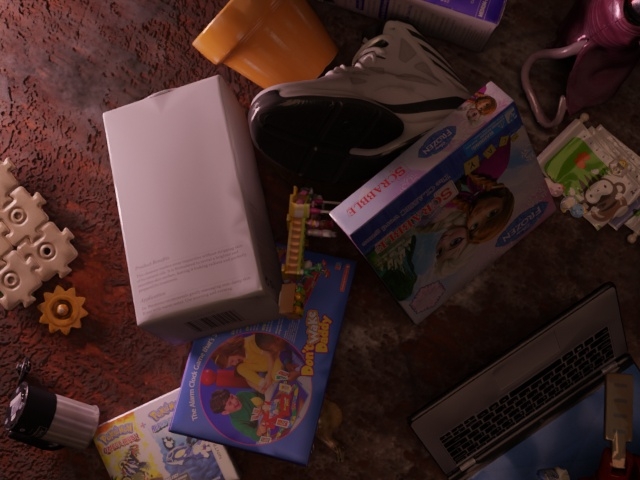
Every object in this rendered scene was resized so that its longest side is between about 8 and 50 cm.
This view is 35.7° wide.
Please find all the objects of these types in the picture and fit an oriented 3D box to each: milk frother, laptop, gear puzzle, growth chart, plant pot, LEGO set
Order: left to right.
[{"bbox_3d":[-0.519,0.017,1.732,0.175,0.044,0.339,-40,90,-3],"label":"gear puzzle"},{"bbox_3d":[-0.458,0.276,1.690,0.135,0.129,0.143,26,57,-30],"label":"milk frother"},{"bbox_3d":[-0.078,-0.342,1.673,0.188,0.205,0.205,42,88,-13],"label":"plant pot"},{"bbox_3d":[0.000,0.000,1.572,0.107,0.287,0.132,5,125,1],"label":"LEGO set"},{"bbox_3d":[0.402,0.338,1.607,0.382,0.408,0.236,-34,53,-1],"label":"laptop"},{"bbox_3d":[0.491,-0.105,1.728,0.237,0.021,0.172,36,89,3],"label":"growth chart"}]

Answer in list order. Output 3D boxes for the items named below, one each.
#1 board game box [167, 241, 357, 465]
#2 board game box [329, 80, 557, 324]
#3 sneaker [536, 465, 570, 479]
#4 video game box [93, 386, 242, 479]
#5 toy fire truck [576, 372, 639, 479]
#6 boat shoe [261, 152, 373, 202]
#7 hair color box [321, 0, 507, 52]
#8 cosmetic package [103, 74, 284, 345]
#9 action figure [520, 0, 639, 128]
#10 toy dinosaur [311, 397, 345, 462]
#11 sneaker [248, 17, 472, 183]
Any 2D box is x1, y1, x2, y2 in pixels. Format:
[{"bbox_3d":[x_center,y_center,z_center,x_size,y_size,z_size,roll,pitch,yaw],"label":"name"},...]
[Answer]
[{"bbox_3d":[-0.092,0.178,1.661,0.233,0.078,0.347,14,76,2],"label":"board game box"},{"bbox_3d":[0.209,-0.046,1.592,0.319,0.318,0.066,-40,52,0],"label":"board game box"},{"bbox_3d":[0.357,0.423,1.596,0.058,0.052,0.135,5,101,-7],"label":"sneaker"},{"bbox_3d":[-0.264,0.364,1.704,0.205,0.048,0.187,-25,85,-1],"label":"video game box"},{"bbox_3d":[0.510,0.345,1.564,0.217,0.158,0.246,-5,121,-13],"label":"toy fire truck"},{"bbox_3d":[0.061,-0.125,1.700,0.341,0.121,0.110,25,50,-2],"label":"boat shoe"},{"bbox_3d":[0.138,-0.433,1.668,0.339,0.185,0.110,17,87,1],"label":"hair color box"},{"bbox_3d":[-0.203,-0.048,1.608,0.217,0.156,0.385,-15,68,9],"label":"cosmetic package"},{"bbox_3d":[0.458,-0.356,1.564,0.276,0.370,0.248,-28,88,-2],"label":"action figure"},{"bbox_3d":[-0.009,0.297,1.710,0.093,0.053,0.183,-13,86,-14],"label":"toy dinosaur"},{"bbox_3d":[0.056,-0.239,1.612,0.448,0.169,0.257,1,51,-33],"label":"sneaker"}]
